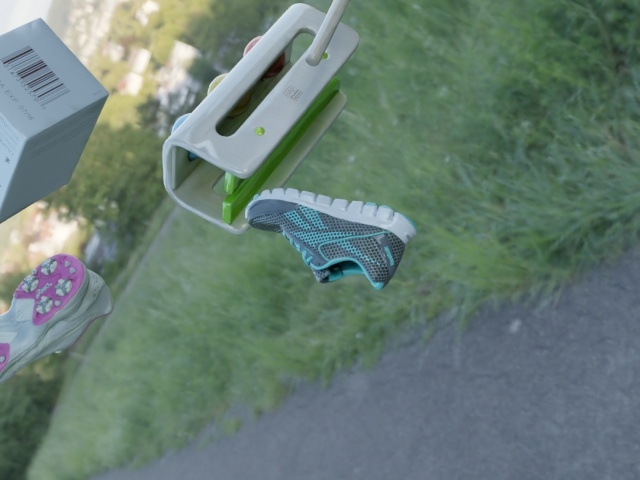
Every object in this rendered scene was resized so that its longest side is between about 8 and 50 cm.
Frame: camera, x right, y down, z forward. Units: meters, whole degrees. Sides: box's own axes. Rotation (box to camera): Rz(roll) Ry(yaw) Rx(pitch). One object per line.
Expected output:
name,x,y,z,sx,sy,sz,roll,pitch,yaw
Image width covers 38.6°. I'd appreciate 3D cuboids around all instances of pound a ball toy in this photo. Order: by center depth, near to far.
pound a ball toy,-0.059,-0.196,1.085,0.319,0.136,0.208,-55,-12,-31

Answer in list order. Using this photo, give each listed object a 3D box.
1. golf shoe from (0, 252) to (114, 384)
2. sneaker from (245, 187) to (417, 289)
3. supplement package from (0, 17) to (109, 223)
golf shoe,-0.442,0.152,1.375,0.306,0.140,0.115,-37,58,7
sneaker,0.000,0.000,0.824,0.167,0.065,0.076,10,74,27
supplement package,-0.302,-0.112,0.905,0.105,0.105,0.179,-42,-2,-38
